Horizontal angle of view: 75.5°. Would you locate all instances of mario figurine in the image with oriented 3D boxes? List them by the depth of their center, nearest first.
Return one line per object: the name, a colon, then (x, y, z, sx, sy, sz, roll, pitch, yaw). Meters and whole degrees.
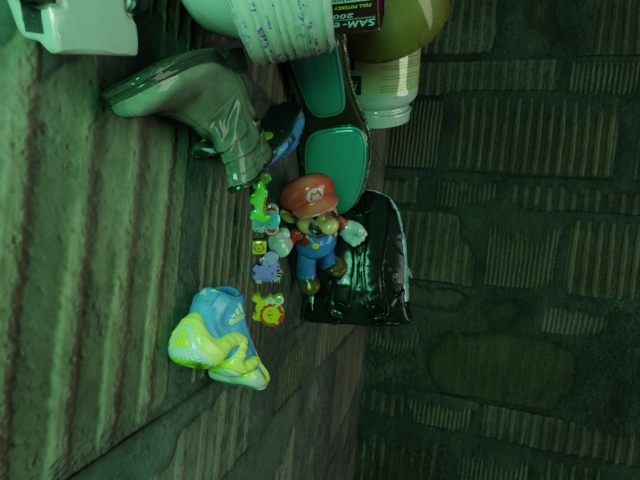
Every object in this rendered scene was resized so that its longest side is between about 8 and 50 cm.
mario figurine: (0.000, 0.000, 0.885, 0.320, 0.170, 0.197, 82, 22, -48)

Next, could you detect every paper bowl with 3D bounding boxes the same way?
paper bowl: (-0.076, -0.326, 0.412, 0.284, 0.148, 0.283, -9, 90, -85)

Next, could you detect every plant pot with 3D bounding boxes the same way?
plant pot: (0.099, -0.503, 0.744, 0.254, 0.238, 0.236, 40, 57, -59)

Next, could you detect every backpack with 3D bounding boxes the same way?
backpack: (0.105, 0.036, 1.148, 0.273, 0.291, 0.354, -43, 131, -81)

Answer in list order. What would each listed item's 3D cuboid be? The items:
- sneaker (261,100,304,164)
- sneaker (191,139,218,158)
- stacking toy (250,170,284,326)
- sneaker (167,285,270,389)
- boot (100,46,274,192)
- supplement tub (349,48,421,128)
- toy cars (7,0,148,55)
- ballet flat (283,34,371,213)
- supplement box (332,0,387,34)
sneaker: (-0.074, -0.166, 0.725, 0.209, 0.069, 0.082, -68, 162, -47)
sneaker: (-0.147, -0.129, 0.548, 0.083, 0.031, 0.035, -47, 126, -72)
stacking toy: (-0.085, 0.003, 0.668, 0.167, 0.052, 0.220, -116, -155, -72)
sneaker: (-0.125, 0.143, 0.614, 0.240, 0.091, 0.126, 68, 31, -60)
boot: (-0.117, -0.126, 0.473, 0.246, 0.084, 0.161, -61, 137, -60)
supplement tub: (0.153, -0.493, 1.126, 0.235, 0.236, 0.324, -63, 154, -54)
toy cars: (-0.199, -0.275, 0.186, 0.393, 0.087, 0.176, 75, 30, -61)
ballet flat: (0.023, -0.285, 0.904, 0.482, 0.164, 0.181, 76, 15, -45)
supplement box: (0.041, -0.411, 0.524, 0.239, 0.073, 0.130, 78, 20, -45)
